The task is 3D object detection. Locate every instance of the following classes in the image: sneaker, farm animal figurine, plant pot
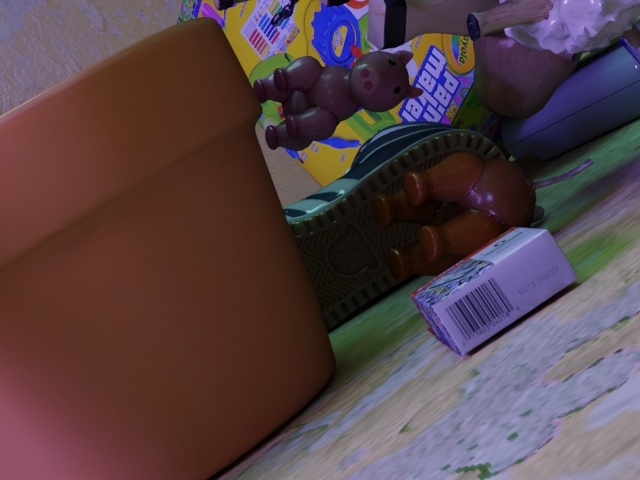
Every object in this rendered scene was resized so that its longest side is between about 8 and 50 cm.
[{"bbox_3d":[0.000,0.000,1.075,0.282,0.099,0.153,-25,9,6],"label":"sneaker"},{"bbox_3d":[0.079,-0.158,0.884,0.172,0.330,0.326,-14,-37,-23],"label":"farm animal figurine"},{"bbox_3d":[-0.126,0.038,0.833,0.291,0.203,0.291,-33,2,2],"label":"plant pot"}]

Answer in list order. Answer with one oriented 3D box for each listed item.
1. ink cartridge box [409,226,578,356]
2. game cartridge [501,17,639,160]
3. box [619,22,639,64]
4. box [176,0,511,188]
[{"bbox_3d":[0.076,0.021,0.712,0.063,0.029,0.115,-33,4,-2],"label":"ink cartridge box"},{"bbox_3d":[0.295,-0.168,1.201,0.297,0.062,0.198,-35,0,-33],"label":"game cartridge"},{"bbox_3d":[0.238,-0.122,0.807,0.126,0.072,0.137,-40,2,8],"label":"box"},{"bbox_3d":[0.054,-0.201,1.242,0.177,0.279,0.290,-35,-17,-33],"label":"box"}]
